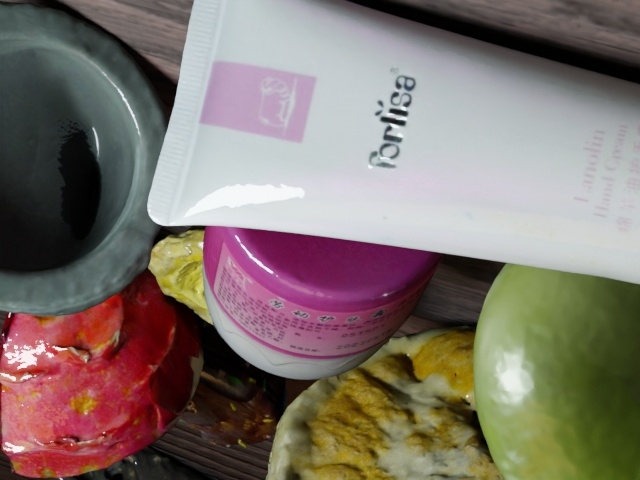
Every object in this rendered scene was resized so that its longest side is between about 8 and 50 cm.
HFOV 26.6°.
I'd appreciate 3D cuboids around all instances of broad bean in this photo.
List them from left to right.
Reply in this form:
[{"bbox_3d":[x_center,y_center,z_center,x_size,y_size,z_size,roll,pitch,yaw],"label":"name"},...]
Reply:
[{"bbox_3d":[0.234,0.117,0.977,0.291,0.238,0.119,60,170,-6],"label":"broad bean"}]

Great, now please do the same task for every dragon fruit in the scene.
[{"bbox_3d":[-0.199,0.094,1.282,0.189,0.261,0.163,25,144,-7],"label":"dragon fruit"}]

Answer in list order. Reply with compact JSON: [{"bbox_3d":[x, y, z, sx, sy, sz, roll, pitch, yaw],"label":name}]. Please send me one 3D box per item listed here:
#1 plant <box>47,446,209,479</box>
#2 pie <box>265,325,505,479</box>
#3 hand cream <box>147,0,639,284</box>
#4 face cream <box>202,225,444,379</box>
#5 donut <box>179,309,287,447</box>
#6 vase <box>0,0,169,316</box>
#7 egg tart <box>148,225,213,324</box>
[{"bbox_3d":[-0.282,0.411,2.021,0.276,0.188,0.199,26,153,-8],"label":"plant"},{"bbox_3d":[0.116,0.177,1.125,0.339,0.339,0.077,9,127,26],"label":"pie"},{"bbox_3d":[0.073,-0.065,0.874,0.359,0.185,0.118,13,-178,9],"label":"hand cream"},{"bbox_3d":[0.000,0.000,1.022,0.175,0.175,0.195,22,153,2],"label":"face cream"},{"bbox_3d":[-0.141,0.137,1.489,0.230,0.096,0.216,24,152,-2],"label":"donut"},{"bbox_3d":[-0.289,-0.047,1.117,0.245,0.245,0.291,35,157,-24],"label":"vase"},{"bbox_3d":[-0.049,0.033,1.223,0.213,0.090,0.212,19,153,10],"label":"egg tart"}]
